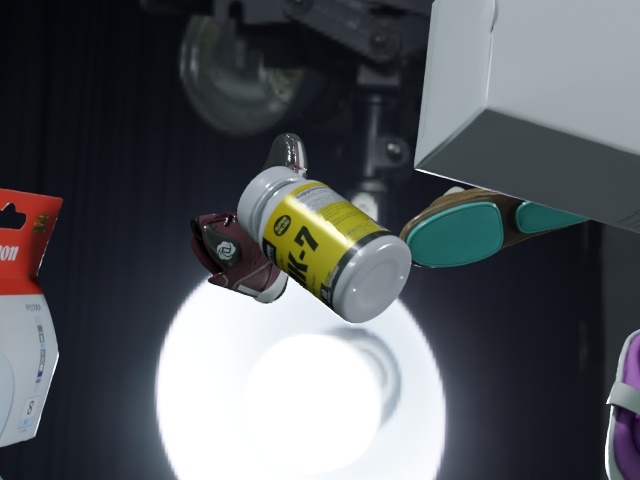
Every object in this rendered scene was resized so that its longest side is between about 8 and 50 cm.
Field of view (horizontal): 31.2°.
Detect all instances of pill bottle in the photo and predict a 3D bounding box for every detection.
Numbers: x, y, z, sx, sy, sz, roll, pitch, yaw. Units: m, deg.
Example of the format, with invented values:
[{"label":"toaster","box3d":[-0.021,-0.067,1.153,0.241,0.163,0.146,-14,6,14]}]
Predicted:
[{"label":"pill bottle","box3d":[0.000,0.000,1.399,0.208,0.119,0.119,37,13,35]}]

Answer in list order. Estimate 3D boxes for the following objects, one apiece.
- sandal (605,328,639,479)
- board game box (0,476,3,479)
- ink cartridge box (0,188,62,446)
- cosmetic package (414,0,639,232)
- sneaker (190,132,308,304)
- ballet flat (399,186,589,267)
[{"label":"sandal","box3d":[0.397,0.188,1.279,0.169,0.102,0.416,-3,23,7]},{"label":"board game box","box3d":[-0.524,0.423,1.297,0.302,0.086,0.308,-29,8,19]},{"label":"ink cartridge box","box3d":[-0.472,0.121,1.687,0.091,0.385,0.308,19,2,13]},{"label":"cosmetic package","box3d":[0.288,-0.129,1.075,0.365,0.197,0.155,15,-22,-14]},{"label":"sneaker","box3d":[-0.118,-0.050,1.791,0.162,0.281,0.106,13,-17,-20]},{"label":"ballet flat","box3d":[0.266,-0.051,1.747,0.342,0.116,0.124,-19,31,-8]}]
